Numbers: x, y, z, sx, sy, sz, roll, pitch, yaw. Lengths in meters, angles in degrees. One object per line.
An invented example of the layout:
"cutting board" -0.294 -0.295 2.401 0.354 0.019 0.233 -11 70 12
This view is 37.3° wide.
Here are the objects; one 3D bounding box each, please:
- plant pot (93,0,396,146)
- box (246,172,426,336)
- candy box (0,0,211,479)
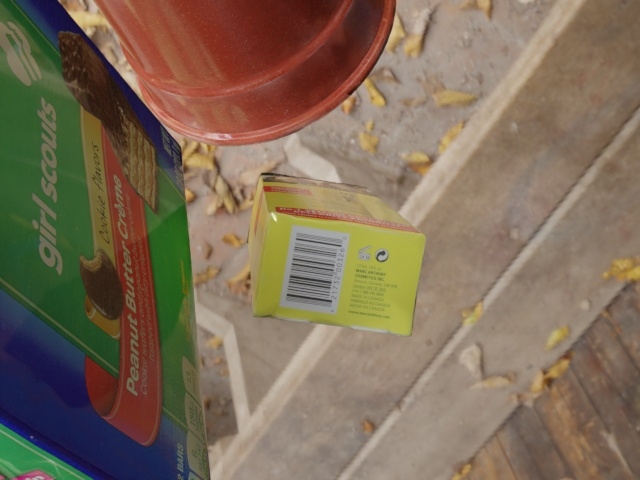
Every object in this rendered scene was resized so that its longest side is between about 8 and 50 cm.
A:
"plant pot" -0.100 -0.261 0.806 0.272 0.272 0.265 -28 151 7
"box" 0.000 0.000 0.586 0.087 0.232 0.058 8 99 -5
"candy box" -0.176 -0.022 0.420 0.122 0.268 0.317 -22 142 13
